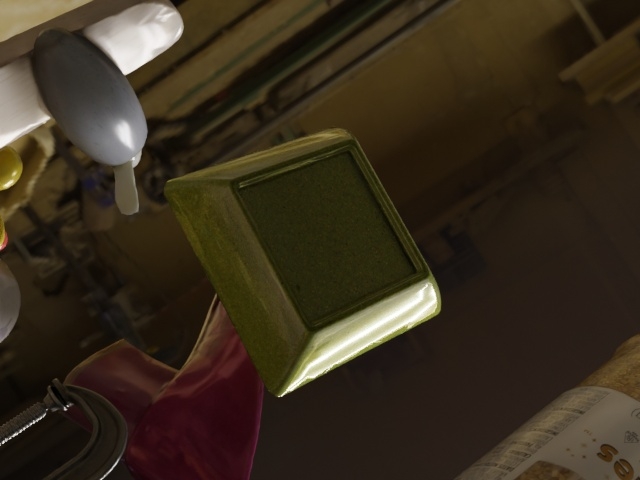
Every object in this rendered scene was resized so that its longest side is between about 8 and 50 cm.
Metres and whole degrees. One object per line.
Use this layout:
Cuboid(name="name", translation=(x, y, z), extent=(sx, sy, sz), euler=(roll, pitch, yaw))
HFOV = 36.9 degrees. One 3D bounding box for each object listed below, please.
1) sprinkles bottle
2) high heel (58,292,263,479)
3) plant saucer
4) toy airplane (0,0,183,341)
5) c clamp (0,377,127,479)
Cuboid(name="sprinkles bottle", translation=(0.130, 0.178, 0.574), extent=(0.355, 0.121, 0.121), euler=(-27, 175, -35))
Cuboid(name="high heel", translation=(-0.045, 0.114, 0.881), extent=(0.377, 0.181, 0.127), euler=(-35, 146, -47))
Cuboid(name="plant saucer", translation=(0.000, 0.000, 0.760), extent=(0.188, 0.188, 0.045), euler=(-23, 169, -35))
Cuboid(name="toy airplane", translation=(-0.315, -0.039, 0.707), extent=(0.386, 0.272, 0.384), euler=(-36, 175, 33))
Cuboid(name="c clamp", translation=(-0.207, 0.140, 0.617), extent=(0.160, 0.022, 0.137), euler=(-29, -141, -14))
